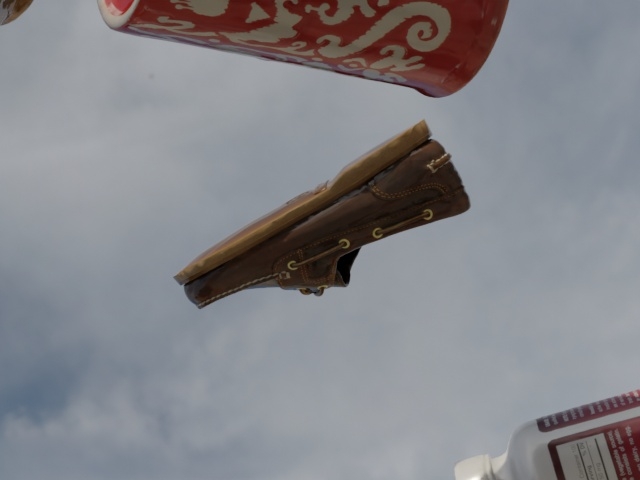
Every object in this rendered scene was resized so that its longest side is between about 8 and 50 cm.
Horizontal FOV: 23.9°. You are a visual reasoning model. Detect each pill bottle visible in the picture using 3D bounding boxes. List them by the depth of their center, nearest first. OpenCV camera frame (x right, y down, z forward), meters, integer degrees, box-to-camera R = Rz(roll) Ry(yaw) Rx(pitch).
[{"bbox_3d":[0.150,0.124,0.774,0.152,0.086,0.086,-16,-54,6],"label":"pill bottle"}]

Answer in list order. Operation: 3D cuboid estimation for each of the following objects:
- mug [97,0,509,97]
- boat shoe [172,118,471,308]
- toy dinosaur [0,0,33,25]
[{"bbox_3d":[-0.019,-0.128,0.715,0.169,0.150,0.113,4,-100,-26],"label":"mug"},{"bbox_3d":[0.000,0.000,1.002,0.207,0.073,0.073,-29,-82,20],"label":"boat shoe"},{"bbox_3d":[-0.188,-0.145,0.884,0.064,0.211,0.112,33,-73,-24],"label":"toy dinosaur"}]
